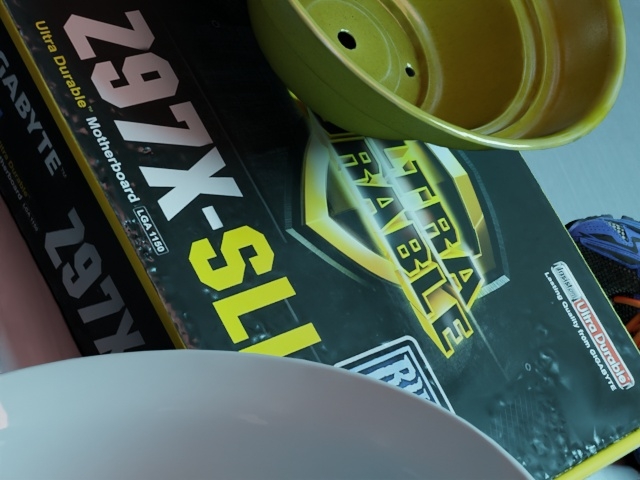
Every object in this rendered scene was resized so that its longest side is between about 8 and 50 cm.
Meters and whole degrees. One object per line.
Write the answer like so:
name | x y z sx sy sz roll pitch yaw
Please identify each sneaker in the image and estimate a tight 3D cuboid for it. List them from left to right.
sneaker | 0.200 0.081 0.796 0.087 0.083 0.221 -31 79 -36

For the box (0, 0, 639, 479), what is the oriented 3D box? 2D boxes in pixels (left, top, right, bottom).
box | 0.000 0.000 0.702 0.257 0.079 0.322 -19 74 -40

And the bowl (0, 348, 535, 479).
bowl | -0.064 0.165 0.464 0.298 0.297 0.134 -31 126 -44

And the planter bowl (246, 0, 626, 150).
planter bowl | 0.032 -0.115 0.683 0.217 0.090 0.217 19 53 -27
